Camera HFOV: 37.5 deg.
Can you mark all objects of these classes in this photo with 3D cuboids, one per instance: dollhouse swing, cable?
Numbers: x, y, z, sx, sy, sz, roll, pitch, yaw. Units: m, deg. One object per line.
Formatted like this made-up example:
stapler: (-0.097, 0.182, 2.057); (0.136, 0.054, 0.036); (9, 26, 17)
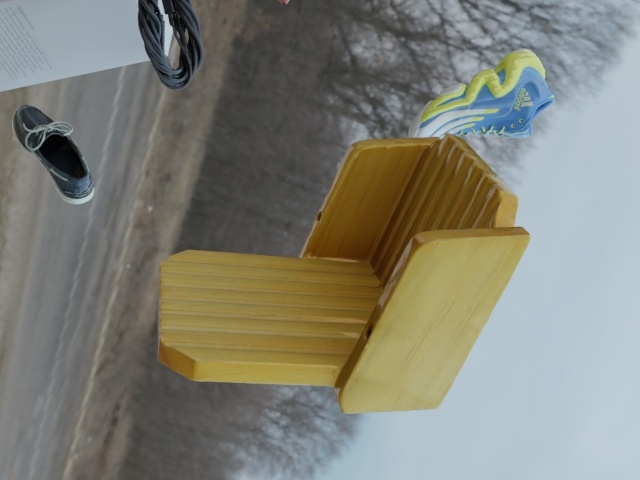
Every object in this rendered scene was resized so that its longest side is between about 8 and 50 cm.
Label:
dollhouse swing: (0.000, 0.000, 1.117); (0.347, 0.305, 0.315); (-109, -139, -65)
cable: (-0.205, -0.297, 1.277); (0.150, 0.047, 0.184); (-21, 104, -78)

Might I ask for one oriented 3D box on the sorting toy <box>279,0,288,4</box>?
sorting toy: (-0.147, -0.485, 1.614); (0.046, 0.275, 0.132); (-55, -152, 1)

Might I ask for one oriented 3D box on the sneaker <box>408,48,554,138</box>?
sneaker: (0.262, -0.198, 1.488); (0.240, 0.126, 0.091); (-34, 164, 4)

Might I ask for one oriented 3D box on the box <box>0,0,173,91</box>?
box: (-0.412, -0.385, 1.482); (0.168, 0.346, 0.214); (64, 22, -49)

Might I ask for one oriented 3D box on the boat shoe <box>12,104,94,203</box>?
boat shoe: (-0.520, -0.181, 1.827); (0.095, 0.254, 0.079); (-22, 153, -27)
